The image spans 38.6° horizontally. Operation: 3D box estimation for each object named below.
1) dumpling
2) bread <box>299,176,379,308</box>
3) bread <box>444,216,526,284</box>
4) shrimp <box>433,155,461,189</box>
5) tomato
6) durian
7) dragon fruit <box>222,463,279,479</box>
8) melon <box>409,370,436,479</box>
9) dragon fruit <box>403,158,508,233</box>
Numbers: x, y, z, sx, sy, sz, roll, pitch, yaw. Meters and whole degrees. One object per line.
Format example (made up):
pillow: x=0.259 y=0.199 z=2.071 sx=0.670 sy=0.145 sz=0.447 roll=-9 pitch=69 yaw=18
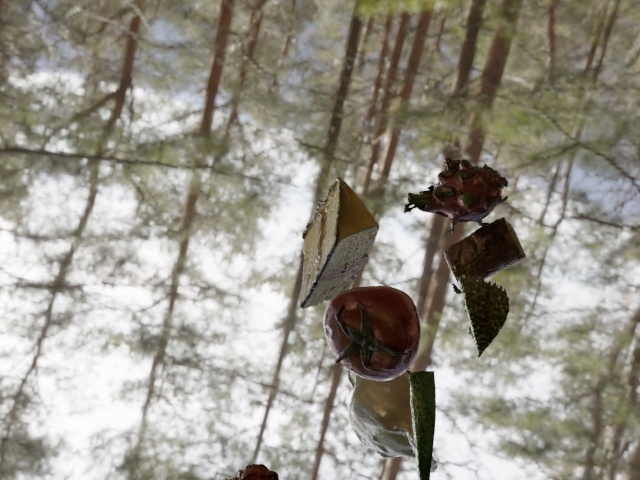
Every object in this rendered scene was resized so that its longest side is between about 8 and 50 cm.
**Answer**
dumpling: x=0.220 y=0.510 z=2.564 sx=0.395 sy=0.233 sz=0.315 roll=36 pitch=160 yaw=52
bread: x=0.000 y=0.000 z=1.927 sx=0.135 sy=0.240 sz=0.178 roll=-16 pitch=-122 yaw=-35
bread: x=0.389 y=0.030 z=2.177 sx=0.103 sy=0.172 sz=0.132 roll=45 pitch=-158 yaw=-41
shrimp: x=0.320 y=-0.125 z=2.205 sx=0.152 sy=0.063 sz=0.287 roll=4 pitch=156 yaw=29
tomato: x=0.092 y=0.147 z=1.487 sx=0.167 sy=0.167 sz=0.167 roll=14 pitch=-174 yaw=-2
durian: x=0.278 y=0.115 z=1.650 sx=0.086 sy=0.100 sz=0.215 roll=18 pitch=-150 yaw=-14
dragon fruit: x=-0.150 y=0.675 z=1.995 sx=0.277 sy=0.277 sz=0.342 roll=11 pitch=-129 yaw=-30
melon: x=0.210 y=0.412 z=1.949 sx=0.053 sy=0.261 sz=0.114 roll=7 pitch=156 yaw=-14
dragon fruit: x=0.302 y=-0.091 z=2.028 sx=0.236 sy=0.135 sz=0.137 roll=-18 pitch=-139 yaw=-8
